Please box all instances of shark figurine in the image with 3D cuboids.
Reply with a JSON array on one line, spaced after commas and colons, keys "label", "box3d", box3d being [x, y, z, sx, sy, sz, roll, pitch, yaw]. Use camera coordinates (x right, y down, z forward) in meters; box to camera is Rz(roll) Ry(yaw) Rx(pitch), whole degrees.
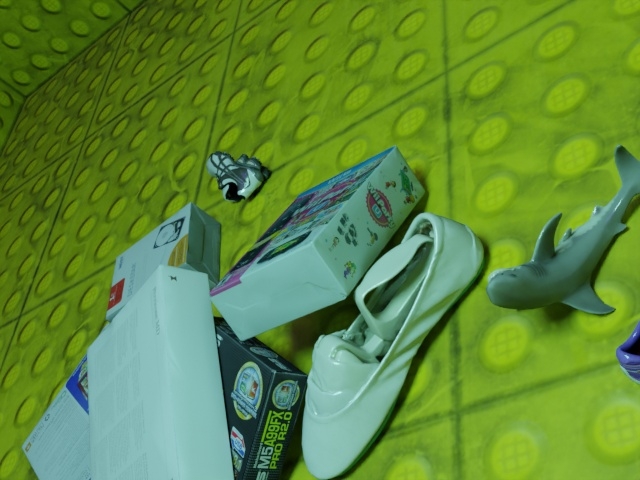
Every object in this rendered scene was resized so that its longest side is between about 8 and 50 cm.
[{"label": "shark figurine", "box3d": [0.322, 0.025, 1.002, 0.278, 0.166, 0.116, -38, 58, -12]}]

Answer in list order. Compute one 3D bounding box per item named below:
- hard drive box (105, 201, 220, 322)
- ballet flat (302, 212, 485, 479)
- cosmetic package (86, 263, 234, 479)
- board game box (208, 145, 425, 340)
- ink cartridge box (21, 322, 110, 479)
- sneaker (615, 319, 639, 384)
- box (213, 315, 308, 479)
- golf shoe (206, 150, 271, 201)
[{"label": "hard drive box", "box3d": [-0.313, 0.062, 1.691, 0.232, 0.089, 0.181, -34, 37, 24]}, {"label": "ballet flat", "box3d": [0.069, 0.129, 1.141, 0.400, 0.139, 0.139, -55, 34, -5]}, {"label": "cosmetic package", "box3d": [-0.258, 0.271, 1.295, 0.284, 0.097, 0.377, -45, 44, 40]}, {"label": "board game box", "box3d": [0.000, 0.000, 1.262, 0.224, 0.097, 0.303, -25, 15, 38]}, {"label": "ink cartridge box", "box3d": [-0.415, 0.337, 1.576, 0.303, 0.072, 0.307, -55, 36, -8]}, {"label": "sneaker", "box3d": [0.381, 0.083, 0.872, 0.170, 0.071, 0.068, -46, 34, 7]}, {"label": "box", "box3d": [-0.135, 0.252, 1.260, 0.270, 0.060, 0.216, 25, 101, 56]}, {"label": "golf shoe", "box3d": [-0.192, -0.130, 1.741, 0.198, 0.077, 0.094, 9, 66, 54]}]
